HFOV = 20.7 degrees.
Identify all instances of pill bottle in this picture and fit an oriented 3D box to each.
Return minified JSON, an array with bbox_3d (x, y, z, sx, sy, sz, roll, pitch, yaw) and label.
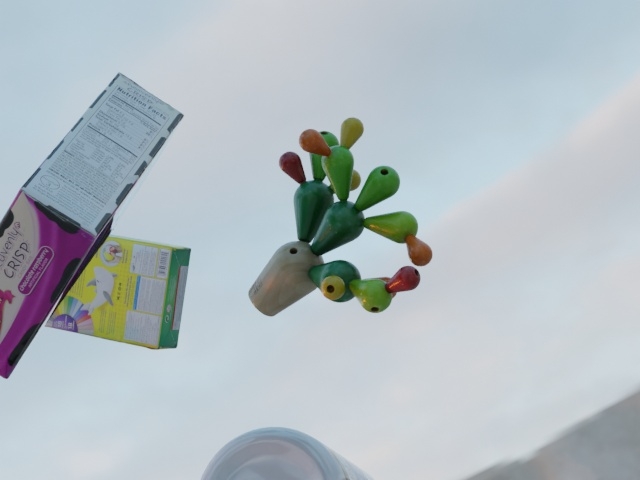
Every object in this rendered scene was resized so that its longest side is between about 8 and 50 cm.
[{"bbox_3d":[-0.011,0.283,1.739,0.153,0.153,0.265,-29,-25,7],"label":"pill bottle"}]

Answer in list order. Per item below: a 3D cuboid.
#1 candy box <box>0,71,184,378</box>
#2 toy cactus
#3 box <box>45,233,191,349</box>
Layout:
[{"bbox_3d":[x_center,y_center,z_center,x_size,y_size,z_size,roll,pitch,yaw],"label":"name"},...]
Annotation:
[{"bbox_3d":[-0.204,-0.017,1.399,0.159,0.071,0.233,-54,5,29],"label":"candy box"},{"bbox_3d":[0.000,0.000,1.546,0.112,0.219,0.180,17,-53,-46],"label":"toy cactus"},{"bbox_3d":[-0.221,0.044,1.755,0.179,0.105,0.043,10,2,25],"label":"box"}]
